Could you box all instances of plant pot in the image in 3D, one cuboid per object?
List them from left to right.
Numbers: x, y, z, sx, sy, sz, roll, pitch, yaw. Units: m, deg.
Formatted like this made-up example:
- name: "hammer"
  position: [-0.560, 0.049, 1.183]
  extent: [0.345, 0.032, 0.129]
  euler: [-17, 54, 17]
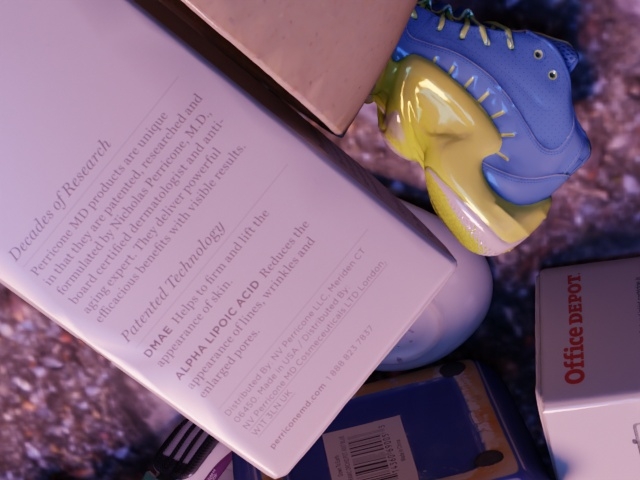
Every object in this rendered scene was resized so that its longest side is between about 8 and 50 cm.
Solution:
- name: "plant pot"
  position: [0.058, 0.224, 1.128]
  extent: [0.236, 0.236, 0.212]
  euler: [-14, 113, -1]

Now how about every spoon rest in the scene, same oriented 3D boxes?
- name: "spoon rest"
  position: [0.000, 0.000, 1.112]
  extent: [0.276, 0.084, 0.137]
  euler: [34, 123, -30]

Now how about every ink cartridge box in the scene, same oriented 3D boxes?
- name: "ink cartridge box"
  position: [0.248, 0.079, 1.076]
  extent: [0.208, 0.153, 0.087]
  euler: [-7, 123, 13]

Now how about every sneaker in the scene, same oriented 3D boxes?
- name: "sneaker"
  position: [-0.113, 0.236, 1.208]
  extent: [0.224, 0.083, 0.098]
  euler: [-50, 119, -14]
- name: "sneaker"
  position: [0.078, -0.114, 1.026]
  extent: [0.126, 0.091, 0.240]
  euler: [-37, 103, -6]

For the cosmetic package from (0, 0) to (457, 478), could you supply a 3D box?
- name: "cosmetic package"
  position: [-0.135, -0.067, 0.878]
  extent: [0.385, 0.217, 0.156]
  euler: [37, 94, -17]

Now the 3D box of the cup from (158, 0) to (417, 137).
- name: "cup"
  position: [-0.048, -0.246, 0.833]
  extent: [0.331, 0.331, 0.237]
  euler: [37, 92, -16]
